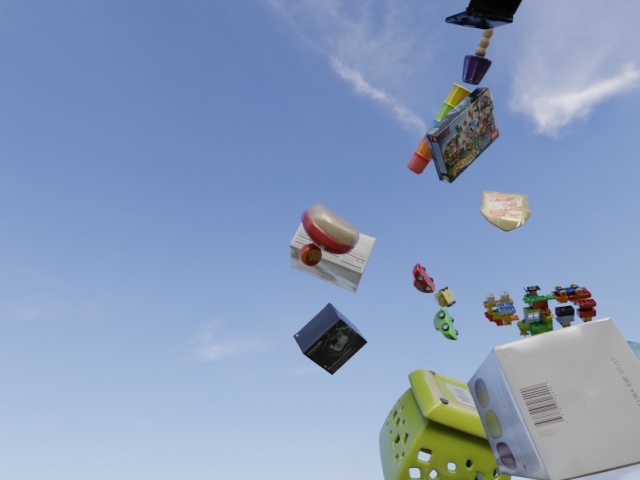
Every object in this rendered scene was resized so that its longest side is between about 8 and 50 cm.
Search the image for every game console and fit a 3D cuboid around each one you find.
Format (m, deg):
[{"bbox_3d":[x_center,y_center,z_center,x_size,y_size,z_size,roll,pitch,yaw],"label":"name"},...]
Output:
[{"bbox_3d":[0.331,-0.475,0.816,0.122,0.107,0.071,-5,-74,-23],"label":"game console"}]

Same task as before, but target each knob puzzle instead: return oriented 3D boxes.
[{"bbox_3d":[0.732,-0.110,1.623,0.213,0.213,0.030,-10,-36,0],"label":"knob puzzle"}]

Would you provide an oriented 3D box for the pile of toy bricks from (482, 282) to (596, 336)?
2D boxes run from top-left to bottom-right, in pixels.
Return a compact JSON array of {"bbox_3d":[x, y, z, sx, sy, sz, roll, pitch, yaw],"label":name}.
[{"bbox_3d":[0.474,0.168,0.879,0.212,0.118,0.105,-10,-70,11],"label":"pile of toy bricks"}]

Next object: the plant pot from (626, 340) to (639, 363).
[{"bbox_3d":[0.958,0.438,1.260,0.196,0.293,0.293,-43,-43,-15],"label":"plant pot"}]

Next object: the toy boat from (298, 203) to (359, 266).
[{"bbox_3d":[0.000,0.000,1.040,0.151,0.231,0.151,33,-90,-6],"label":"toy boat"}]

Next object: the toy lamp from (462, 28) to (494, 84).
[{"bbox_3d":[0.449,-0.559,1.085,0.080,0.080,0.274,9,-68,-19],"label":"toy lamp"}]

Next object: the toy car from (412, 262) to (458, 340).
[{"bbox_3d":[0.360,0.207,1.252,0.053,0.225,0.239,-33,-49,28],"label":"toy car"}]

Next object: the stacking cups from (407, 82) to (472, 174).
[{"bbox_3d":[0.406,-0.377,1.415,0.096,0.096,0.316,20,-67,-28],"label":"stacking cups"}]

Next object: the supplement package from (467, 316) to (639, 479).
[{"bbox_3d":[0.287,0.211,0.515,0.134,0.139,0.244,-16,-31,4],"label":"supplement package"}]

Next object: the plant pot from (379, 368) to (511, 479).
[{"bbox_3d":[0.266,0.411,0.852,0.227,0.228,0.207,18,-84,1],"label":"plant pot"}]

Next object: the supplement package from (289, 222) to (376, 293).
[{"bbox_3d":[0.039,0.047,1.453,0.262,0.145,0.204,22,-25,8],"label":"supplement package"}]

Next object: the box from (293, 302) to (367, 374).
[{"bbox_3d":[0.031,0.304,1.255,0.156,0.093,0.158,-44,-56,1],"label":"box"}]

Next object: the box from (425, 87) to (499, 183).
[{"bbox_3d":[0.402,-0.294,1.140,0.233,0.044,0.159,-43,-53,-16],"label":"box"}]
